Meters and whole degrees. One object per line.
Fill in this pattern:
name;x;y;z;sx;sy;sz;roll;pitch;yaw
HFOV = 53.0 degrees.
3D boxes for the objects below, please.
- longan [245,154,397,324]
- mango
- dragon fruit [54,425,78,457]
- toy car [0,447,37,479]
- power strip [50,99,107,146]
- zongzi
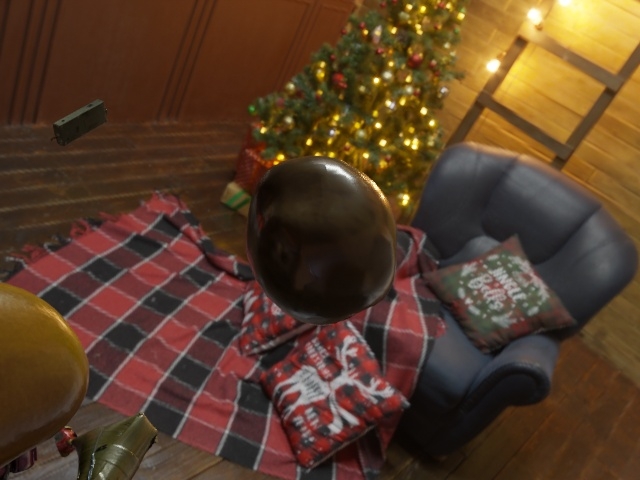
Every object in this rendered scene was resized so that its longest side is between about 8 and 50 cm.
longan;0.000;0.000;1.429;0.404;0.336;0.404;43;29;-31
mango;-0.513;0.197;0.836;0.445;0.232;0.300;-2;82;-48
dragon fruit;-0.748;0.586;1.891;0.060;0.056;0.083;-16;50;-20
toy car;-0.870;0.474;1.562;0.340;0.271;0.240;-3;83;-32
power strip;-0.469;-0.226;1.243;0.019;0.051;0.136;26;47;20
zongzi;-0.511;0.498;1.410;0.256;0.115;0.228;-13;24;21
